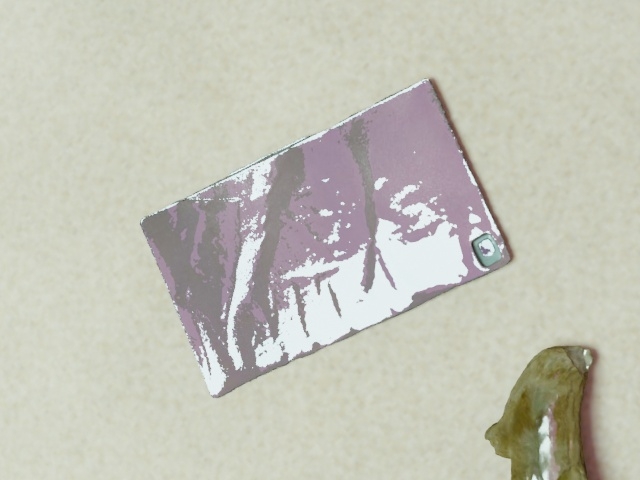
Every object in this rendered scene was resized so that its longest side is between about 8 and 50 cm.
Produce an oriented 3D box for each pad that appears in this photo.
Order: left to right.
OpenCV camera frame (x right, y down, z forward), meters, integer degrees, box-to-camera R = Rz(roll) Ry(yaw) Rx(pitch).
[{"bbox_3d":[0.000,0.000,1.010,0.188,0.006,0.113,-26,82,14],"label":"pad"}]

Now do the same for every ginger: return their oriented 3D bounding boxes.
[{"bbox_3d":[0.122,0.124,0.953,0.057,0.044,0.137,-27,66,56],"label":"ginger"}]
